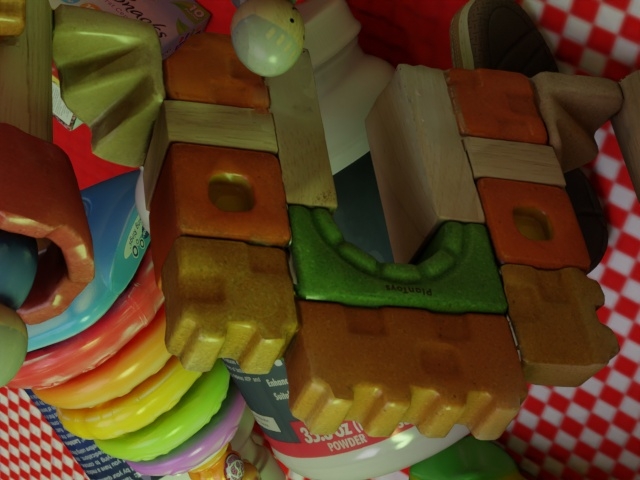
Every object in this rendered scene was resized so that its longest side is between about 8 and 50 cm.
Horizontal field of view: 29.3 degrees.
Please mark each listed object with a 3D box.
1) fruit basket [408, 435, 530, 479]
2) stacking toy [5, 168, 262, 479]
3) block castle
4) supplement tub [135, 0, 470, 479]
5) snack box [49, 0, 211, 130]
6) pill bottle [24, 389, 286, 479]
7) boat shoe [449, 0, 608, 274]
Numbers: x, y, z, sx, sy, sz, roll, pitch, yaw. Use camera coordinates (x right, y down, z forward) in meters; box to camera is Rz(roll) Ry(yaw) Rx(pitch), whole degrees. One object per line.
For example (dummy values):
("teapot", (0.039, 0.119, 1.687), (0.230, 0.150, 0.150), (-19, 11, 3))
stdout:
("fruit basket", (0.181, 0.304, 0.834), (0.283, 0.392, 0.392), (-7, 118, 19))
("stacking toy", (-0.121, 0.112, 0.898), (0.166, 0.175, 0.302), (-19, 120, 25))
("block castle", (0.061, -0.068, 0.502), (0.453, 0.213, 0.303), (4, 144, -20))
("supplement tub", (0.000, 0.000, 0.795), (0.191, 0.191, 0.272), (-13, 112, 43))
("snack box", (-0.159, -0.148, 0.847), (0.100, 0.141, 0.037), (41, 137, 7))
("pill bottle", (-0.151, 0.134, 1.039), (0.153, 0.153, 0.264), (-23, 104, 45))
("boat shoe", (0.113, -0.060, 0.759), (0.072, 0.068, 0.190), (8, 125, 54))
